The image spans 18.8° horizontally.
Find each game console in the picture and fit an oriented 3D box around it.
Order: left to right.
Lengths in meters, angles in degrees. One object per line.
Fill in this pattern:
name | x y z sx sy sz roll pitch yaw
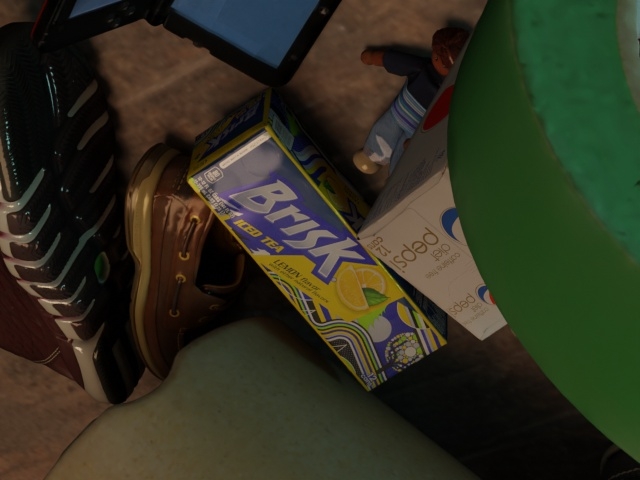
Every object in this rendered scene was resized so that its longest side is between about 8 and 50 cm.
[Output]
game console | -0.060 -0.129 0.975 0.085 0.124 0.144 52 141 14

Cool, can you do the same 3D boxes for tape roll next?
tape roll | 0.211 -0.030 0.736 0.321 0.321 0.077 26 139 4

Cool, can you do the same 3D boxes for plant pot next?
plant pot | -0.003 0.222 1.121 0.305 0.334 0.334 46 142 16

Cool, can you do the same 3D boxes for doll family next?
doll family | 0.092 -0.029 0.996 0.193 0.076 0.111 31 144 3

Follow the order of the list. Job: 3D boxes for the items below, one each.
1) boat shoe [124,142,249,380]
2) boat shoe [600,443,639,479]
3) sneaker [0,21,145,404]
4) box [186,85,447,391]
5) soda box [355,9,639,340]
boat shoe | -0.075 0.024 1.150 0.060 0.064 0.178 16 135 18
boat shoe | 0.249 0.152 1.092 0.206 0.065 0.075 3 135 29
sneaker | -0.202 -0.016 1.154 0.162 0.106 0.281 12 137 23
box | 0.000 0.000 1.077 0.059 0.054 0.169 -33 112 18
soda box | 0.098 -0.063 0.847 0.074 0.216 0.069 39 140 -10
